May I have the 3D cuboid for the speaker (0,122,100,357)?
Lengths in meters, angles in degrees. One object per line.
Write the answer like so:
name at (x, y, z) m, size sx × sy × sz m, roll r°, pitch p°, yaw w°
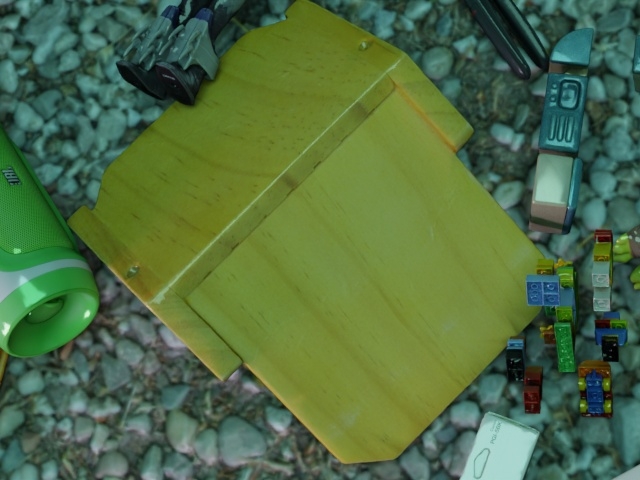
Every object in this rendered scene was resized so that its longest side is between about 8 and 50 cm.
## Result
speaker at (-0.341, -0.027, 1.786) m, size 0.131 × 0.131 × 0.296 m, roll -34°, pitch 65°, yaw -2°

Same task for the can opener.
can opener at (0.179, -0.253, 1.843) m, size 0.059 × 0.073 × 0.186 m, roll -25°, pitch 86°, yaw -8°

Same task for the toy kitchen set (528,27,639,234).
toy kitchen set at (0.306, -0.112, 1.765) m, size 0.166 × 0.122 × 0.207 m, roll 7°, pitch 79°, yaw 7°

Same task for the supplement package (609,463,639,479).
supplement package at (0.284, 0.312, 1.591) m, size 0.293 × 0.175 × 0.177 m, roll -34°, pitch 74°, yaw 25°

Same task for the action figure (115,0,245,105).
action figure at (-0.101, -0.277, 1.836) m, size 0.185 × 0.099 × 0.285 m, roll 17°, pitch 70°, yaw 37°

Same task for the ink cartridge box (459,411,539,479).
ink cartridge box at (0.169, 0.228, 1.696) m, size 0.056 × 0.135 × 0.099 m, roll 21°, pitch 81°, yaw 9°

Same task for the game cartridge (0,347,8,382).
game cartridge at (-0.503, 0.169, 1.823) m, size 0.324 × 0.052 × 0.285 m, roll 11°, pitch 79°, yaw 10°

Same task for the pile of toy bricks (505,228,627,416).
pile of toy bricks at (0.245, 0.073, 1.725) m, size 0.118 × 0.212 × 0.105 m, roll 1°, pitch 40°, yaw 12°

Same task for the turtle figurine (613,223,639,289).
turtle figurine at (0.371, 0.074, 1.673) m, size 0.087 × 0.269 × 0.217 m, roll -48°, pitch 52°, yaw 15°

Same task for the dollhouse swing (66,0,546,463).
dollhouse swing at (0.000, 0.000, 1.803) m, size 0.347 × 0.305 × 0.315 m, roll -46°, pitch 36°, yaw -5°
